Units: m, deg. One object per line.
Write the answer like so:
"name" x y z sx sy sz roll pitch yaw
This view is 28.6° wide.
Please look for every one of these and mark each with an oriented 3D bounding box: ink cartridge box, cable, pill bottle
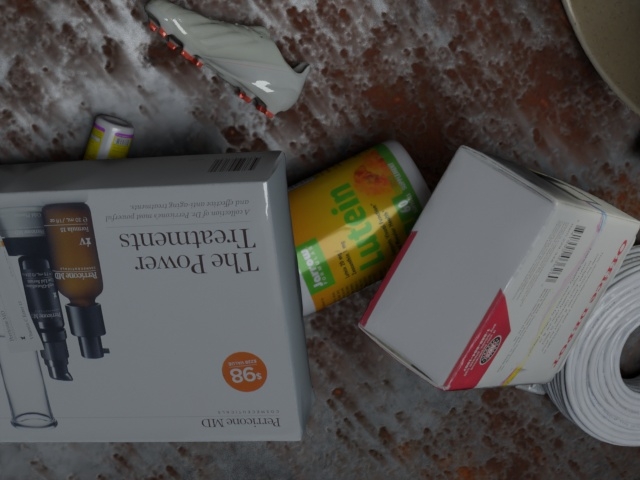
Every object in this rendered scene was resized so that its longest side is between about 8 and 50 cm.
"ink cartridge box" 0.204 0.037 1.364 0.306 0.131 0.226 8 113 -62
"cable" 0.398 0.131 1.559 0.257 0.089 0.257 27 100 -22
"pill bottle" -0.228 -0.088 1.330 0.043 0.043 0.083 15 105 -20
"pill bottle" 0.000 0.000 1.374 0.245 0.136 0.136 -26 114 -5

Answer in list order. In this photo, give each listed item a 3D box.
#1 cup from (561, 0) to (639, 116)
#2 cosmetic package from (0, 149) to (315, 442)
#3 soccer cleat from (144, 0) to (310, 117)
"cup" 0.427 -0.301 1.297 0.237 0.331 0.331 -25 114 -15
"cosmetic package" -0.209 0.064 1.286 0.377 0.097 0.284 -3 114 12
"soccer cleat" -0.097 -0.205 1.316 0.196 0.068 0.076 33 93 -30
